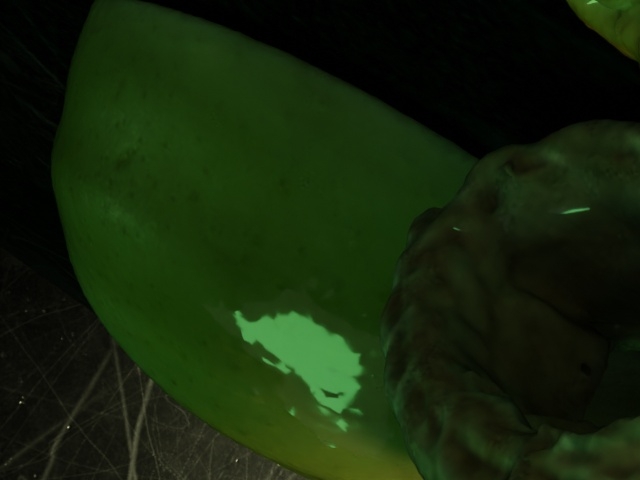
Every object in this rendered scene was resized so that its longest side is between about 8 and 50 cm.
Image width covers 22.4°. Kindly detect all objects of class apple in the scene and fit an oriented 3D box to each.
[{"bbox_3d":[0.000,0.000,1.029,0.360,0.312,0.320,27,121,26],"label":"apple"}]

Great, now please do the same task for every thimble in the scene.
[{"bbox_3d":[0.137,0.055,0.663,0.148,0.196,0.229,47,-168,-35],"label":"thimble"}]

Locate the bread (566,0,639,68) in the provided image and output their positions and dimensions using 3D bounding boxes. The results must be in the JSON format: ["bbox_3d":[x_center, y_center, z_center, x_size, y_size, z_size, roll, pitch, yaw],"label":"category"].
[{"bbox_3d":[0.126,-0.083,0.331,0.236,0.120,0.198,31,168,11],"label":"bread"}]

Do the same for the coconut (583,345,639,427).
[{"bbox_3d":[0.175,0.139,0.847,0.222,0.202,0.202,33,168,-13],"label":"coconut"}]
